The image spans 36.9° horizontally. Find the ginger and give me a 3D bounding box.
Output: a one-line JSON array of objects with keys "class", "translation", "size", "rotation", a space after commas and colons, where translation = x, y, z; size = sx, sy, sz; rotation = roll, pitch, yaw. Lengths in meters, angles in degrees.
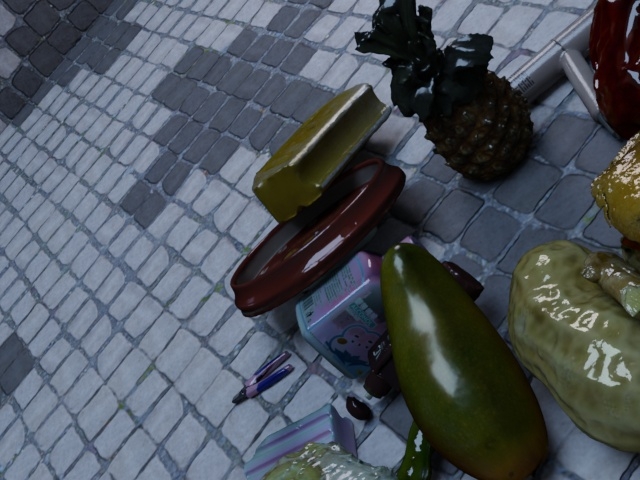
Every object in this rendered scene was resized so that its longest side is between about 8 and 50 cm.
[{"class": "ginger", "translation": [0.305, 0.044, 0.960], "size": [0.057, 0.044, 0.137], "rotation": [-31, 30, -9]}]

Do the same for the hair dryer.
[{"class": "hair dryer", "translation": [0.381, -0.230, 1.315], "size": [0.195, 0.053, 0.220], "rotation": [-41, 37, 8]}]

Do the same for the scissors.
[{"class": "scissors", "translation": [-0.088, 0.206, 1.418], "size": [0.113, 0.012, 0.039], "rotation": [-37, 37, 15]}]

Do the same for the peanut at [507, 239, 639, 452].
[{"class": "peanut", "translation": [0.287, 0.104, 1.036], "size": [0.147, 0.147, 0.305], "rotation": [-43, 31, 5]}]

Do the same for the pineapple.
[{"class": "pineapple", "translation": [0.174, -0.213, 1.292], "size": [0.170, 0.310, 0.141], "rotation": [-17, 47, 35]}]

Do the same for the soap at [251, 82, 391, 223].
[{"class": "soap", "translation": [-0.013, -0.133, 1.534], "size": [0.257, 0.080, 0.160], "rotation": [-49, 16, -29]}]

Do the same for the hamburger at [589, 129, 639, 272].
[{"class": "hamburger", "translation": [0.415, -0.033, 0.982], "size": [0.244, 0.163, 0.244], "rotation": [-27, 29, 16]}]

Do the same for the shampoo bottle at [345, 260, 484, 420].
[{"class": "shampoo bottle", "translation": [0.111, 0.131, 1.217], "size": [0.236, 0.067, 0.068], "rotation": [-54, -3, 14]}]

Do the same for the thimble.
[{"class": "thimble", "translation": [0.004, 0.325, 1.097], "size": [0.143, 0.137, 0.191], "rotation": [19, 83, 54]}]

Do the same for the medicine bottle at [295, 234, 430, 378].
[{"class": "medicine bottle", "translation": [0.072, 0.081, 1.278], "size": [0.188, 0.119, 0.094], "rotation": [-39, 27, 12]}]

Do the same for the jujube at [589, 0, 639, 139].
[{"class": "jujube", "translation": [0.412, -0.230, 1.200], "size": [0.155, 0.155, 0.230], "rotation": [-10, 54, 40]}]

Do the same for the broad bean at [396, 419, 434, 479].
[{"class": "broad bean", "translation": [0.135, 0.214, 1.146], "size": [0.052, 0.053, 0.256], "rotation": [0, 57, 40]}]

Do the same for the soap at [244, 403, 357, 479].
[{"class": "soap", "translation": [-0.028, 0.290, 1.239], "size": [0.149, 0.056, 0.100], "rotation": [-32, 36, 20]}]

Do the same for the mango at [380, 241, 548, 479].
[{"class": "mango", "translation": [0.152, 0.140, 1.076], "size": [0.129, 0.146, 0.289], "rotation": [-39, 57, 30]}]

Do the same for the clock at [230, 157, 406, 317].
[{"class": "clock", "translation": [0.000, 0.000, 1.413], "size": [0.318, 0.080, 0.318], "rotation": [-38, 12, 9]}]
